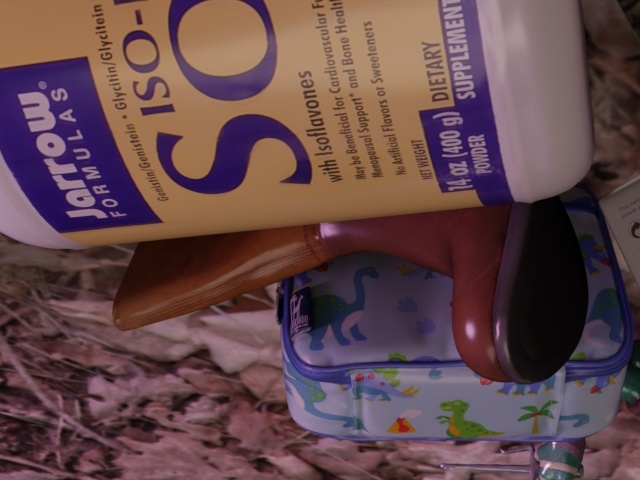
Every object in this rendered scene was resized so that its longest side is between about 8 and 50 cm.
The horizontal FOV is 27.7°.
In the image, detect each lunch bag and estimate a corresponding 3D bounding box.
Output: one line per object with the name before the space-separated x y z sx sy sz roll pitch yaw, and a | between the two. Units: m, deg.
lunch bag | 0.081 0.038 0.836 0.219 0.176 0.090 0 135 3

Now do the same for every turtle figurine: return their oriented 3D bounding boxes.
turtle figurine | 0.163 0.095 0.922 0.234 0.175 0.118 10 123 -19

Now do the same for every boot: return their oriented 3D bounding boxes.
boot | 0.000 0.000 0.732 0.280 0.264 0.096 -14 133 19

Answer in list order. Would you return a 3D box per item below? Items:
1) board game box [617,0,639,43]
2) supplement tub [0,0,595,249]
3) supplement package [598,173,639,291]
board game box | 0.214 -0.172 0.613 0.186 0.126 0.026 -35 164 37
supplement tub | -0.051 -0.122 0.601 0.331 0.241 0.241 -6 139 13
supplement package | 0.309 0.006 0.694 0.204 0.145 0.262 -32 159 27
